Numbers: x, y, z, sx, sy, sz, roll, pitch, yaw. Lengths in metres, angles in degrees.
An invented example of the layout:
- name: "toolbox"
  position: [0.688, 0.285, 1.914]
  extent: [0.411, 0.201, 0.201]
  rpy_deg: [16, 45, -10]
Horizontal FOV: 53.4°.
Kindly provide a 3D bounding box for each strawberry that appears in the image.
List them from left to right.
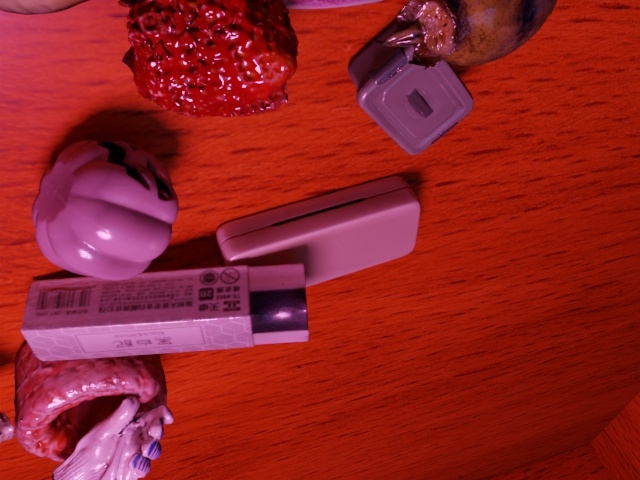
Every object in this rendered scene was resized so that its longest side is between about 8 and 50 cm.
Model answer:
- name: "strawberry"
  position: [-0.112, -0.210, 0.677]
  extent: [0.187, 0.201, 0.184]
  rpy_deg: [-53, 157, 2]

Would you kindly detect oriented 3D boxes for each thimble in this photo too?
- name: "thimble"
  position: [-0.374, 0.237, 1.051]
  extent: [0.239, 0.162, 0.239]
  rpy_deg: [-16, 137, -15]

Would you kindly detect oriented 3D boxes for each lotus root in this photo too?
- name: "lotus root"
  position: [0.187, -0.284, 0.753]
  extent: [0.278, 0.154, 0.154]
  rpy_deg: [-35, 149, -33]

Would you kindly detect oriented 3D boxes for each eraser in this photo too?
- name: "eraser"
  position: [-0.221, 0.106, 0.957]
  extent: [0.404, 0.098, 0.096]
  rpy_deg: [-3, 141, -4]

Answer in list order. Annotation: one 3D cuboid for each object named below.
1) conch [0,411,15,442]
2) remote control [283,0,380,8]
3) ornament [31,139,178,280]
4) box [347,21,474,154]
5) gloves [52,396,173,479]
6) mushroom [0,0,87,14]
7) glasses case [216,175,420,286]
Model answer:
- name: "conch"
  position: [-0.592, 0.244, 0.938]
  extent: [0.291, 0.159, 0.210]
  rpy_deg: [23, 122, -1]
- name: "remote control"
  position: [0.019, -0.320, 0.590]
  extent: [0.145, 0.050, 0.344]
  rpy_deg: [-5, 172, -4]
- name: "ornament"
  position: [-0.262, -0.035, 0.799]
  extent: [0.177, 0.177, 0.177]
  rpy_deg: [-16, 140, -14]
- name: "box"
  position: [0.119, -0.214, 0.882]
  extent: [0.124, 0.093, 0.172]
  rpy_deg: [-39, 140, 15]
- name: "gloves"
  position: [-0.312, 0.324, 0.980]
  extent: [0.229, 0.119, 0.097]
  rpy_deg: [-35, -176, 18]
- name: "mushroom"
  position: [-0.183, -0.318, 0.488]
  extent: [0.292, 0.217, 0.212]
  rpy_deg: [-20, 137, -8]
- name: "glasses case"
  position: [0.000, 0.000, 1.066]
  extent: [0.336, 0.076, 0.144]
  rpy_deg: [-16, 141, -14]
